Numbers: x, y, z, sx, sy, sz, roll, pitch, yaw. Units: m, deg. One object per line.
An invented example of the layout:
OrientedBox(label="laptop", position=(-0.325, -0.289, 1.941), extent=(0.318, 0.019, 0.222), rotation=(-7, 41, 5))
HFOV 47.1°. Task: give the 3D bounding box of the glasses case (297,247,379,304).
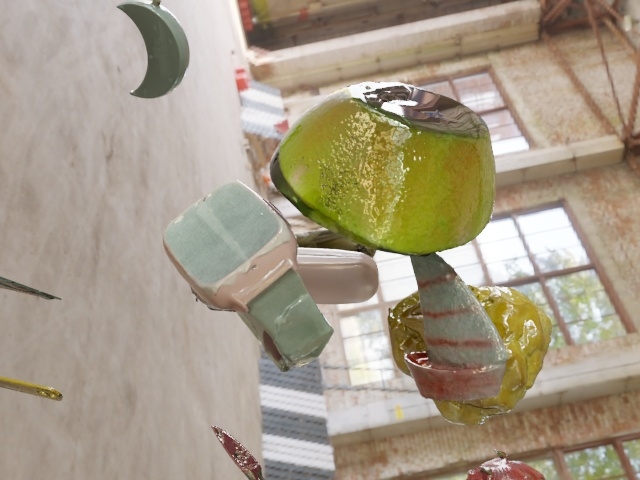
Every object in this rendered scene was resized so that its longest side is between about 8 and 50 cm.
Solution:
OrientedBox(label="glasses case", position=(-0.028, 0.074, 1.507), extent=(0.075, 0.296, 0.113), rotation=(-86, 177, -52))

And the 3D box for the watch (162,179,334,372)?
OrientedBox(label="watch", position=(-0.089, 0.065, 1.084), extent=(0.253, 0.161, 0.241), rotation=(45, -11, 41))

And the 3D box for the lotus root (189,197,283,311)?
OrientedBox(label="lotus root", position=(-0.196, 0.006, 1.592), extent=(0.192, 0.272, 0.272), rotation=(42, -29, 49))

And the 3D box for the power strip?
OrientedBox(label="power strip", position=(-0.382, -0.449, 1.689), extent=(0.054, 0.167, 0.254), rotation=(-54, 149, -58))

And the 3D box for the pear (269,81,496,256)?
OrientedBox(label="pear", position=(0.127, -0.156, 1.223), extent=(0.399, 0.398, 0.165), rotation=(-99, -159, -54))

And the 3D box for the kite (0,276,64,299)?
OrientedBox(label="kite", position=(-0.674, 0.064, 1.397), extent=(0.406, 0.368, 0.014), rotation=(-20, -127, 67))

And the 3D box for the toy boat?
OrientedBox(label="toy boat", position=(0.226, 0.142, 1.302), extent=(0.096, 0.206, 0.283), rotation=(-11, 92, -47))

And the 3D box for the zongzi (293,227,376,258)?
OrientedBox(label="zongzi", position=(0.000, 0.000, 1.663), extent=(0.112, 0.242, 0.221), rotation=(-58, -178, -35))

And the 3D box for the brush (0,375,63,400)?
OrientedBox(label="brush", position=(-0.429, 0.185, 0.965), extent=(0.083, 0.218, 0.010), rotation=(72, 32, -52))

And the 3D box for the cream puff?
OrientedBox(label="cream puff", position=(0.282, 0.196, 1.488), extent=(0.257, 0.291, 0.324), rotation=(35, 9, -10))

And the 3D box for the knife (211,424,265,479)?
OrientedBox(label="knife", position=(-0.122, 0.432, 1.368), extent=(0.247, 0.035, 0.018), rotation=(45, -25, 21))

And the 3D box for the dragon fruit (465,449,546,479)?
OrientedBox(label="dragon fruit", position=(0.463, 0.658, 1.803), extent=(0.298, 0.244, 0.244), rotation=(28, 30, -26))
